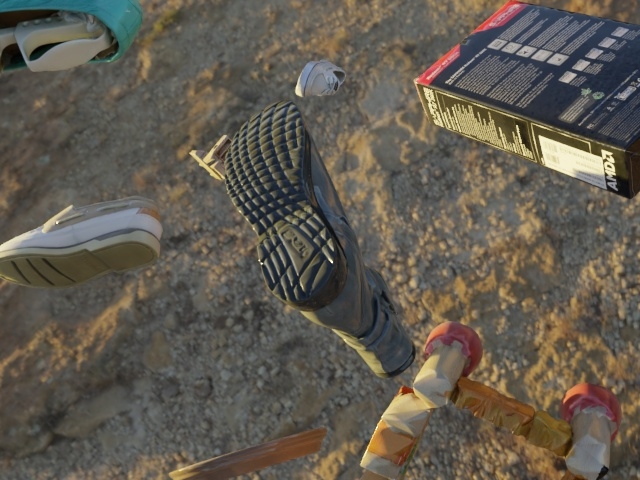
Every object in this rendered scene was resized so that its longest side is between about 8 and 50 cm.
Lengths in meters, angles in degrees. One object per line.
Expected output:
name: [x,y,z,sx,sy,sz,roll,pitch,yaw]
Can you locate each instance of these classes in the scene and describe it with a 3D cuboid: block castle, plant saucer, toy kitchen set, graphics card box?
block castle: [0.218,0.375,1.167,0.303,0.453,0.213,24,22,14]
plant saucer: [-0.118,0.374,1.331,0.278,0.278,0.041,-19,75,12]
toy kitchen set: [-0.185,-0.161,1.403,0.075,0.068,0.083,-51,26,-10]
graphics card box: [0.343,-0.215,1.096,0.233,0.094,0.371,-41,41,-17]

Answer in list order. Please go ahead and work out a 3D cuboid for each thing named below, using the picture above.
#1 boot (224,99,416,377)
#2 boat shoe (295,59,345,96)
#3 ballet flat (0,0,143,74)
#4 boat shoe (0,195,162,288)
boot: [0.000,0.000,0.692,0.083,0.161,0.246,-30,47,14]
boat shoe: [0.004,-0.171,0.838,0.035,0.035,0.100,23,23,10]
ballet flat: [-0.299,-0.200,0.765,0.247,0.083,0.087,-8,49,4]
boat shoe: [-0.399,0.003,1.287,0.302,0.113,0.103,-8,54,12]
